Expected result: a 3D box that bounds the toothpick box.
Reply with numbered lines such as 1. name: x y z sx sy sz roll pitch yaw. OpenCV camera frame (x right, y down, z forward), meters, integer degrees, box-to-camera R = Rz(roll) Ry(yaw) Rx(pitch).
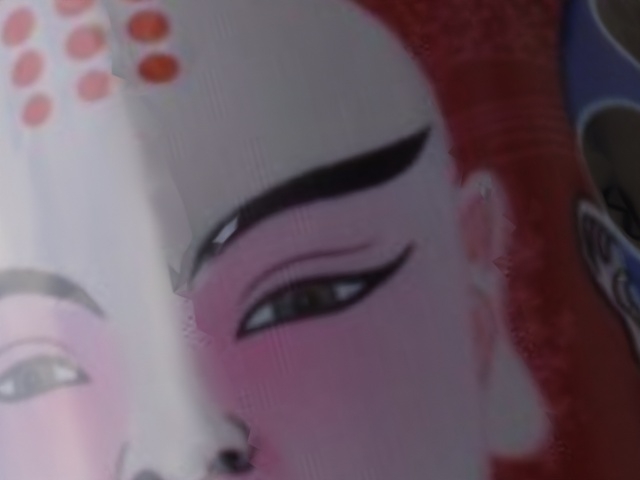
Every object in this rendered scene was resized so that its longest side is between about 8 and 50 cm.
1. toothpick box: 0.000 0.000 0.427 0.204 0.204 0.333 38 -143 -82
